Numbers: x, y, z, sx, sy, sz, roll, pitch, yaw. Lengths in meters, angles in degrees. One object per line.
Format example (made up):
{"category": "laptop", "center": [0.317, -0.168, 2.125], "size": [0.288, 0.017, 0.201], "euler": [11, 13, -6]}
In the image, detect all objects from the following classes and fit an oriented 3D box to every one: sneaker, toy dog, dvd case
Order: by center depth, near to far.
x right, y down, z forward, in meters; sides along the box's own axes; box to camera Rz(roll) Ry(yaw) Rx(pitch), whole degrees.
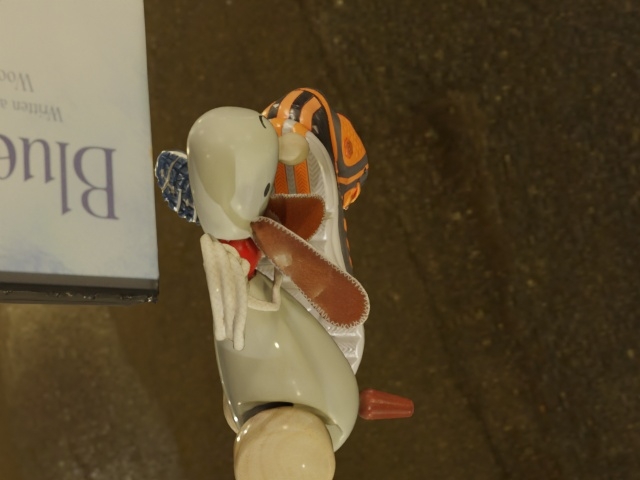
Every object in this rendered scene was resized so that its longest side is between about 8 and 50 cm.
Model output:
{"category": "dvd case", "center": [-0.135, -0.107, 0.389], "size": [0.022, 0.180, 0.253], "euler": [-15, 75, 48]}
{"category": "toy dog", "center": [-0.009, 0.060, 1.026], "size": [0.220, 0.161, 0.333], "euler": [-105, 9, -45]}
{"category": "sneaker", "center": [-0.084, -0.037, 1.111], "size": [0.135, 0.058, 0.052], "euler": [36, 120, -3]}
{"category": "sneaker", "center": [0.000, 0.000, 1.251], "size": [0.180, 0.125, 0.321], "euler": [-61, -26, -59]}
